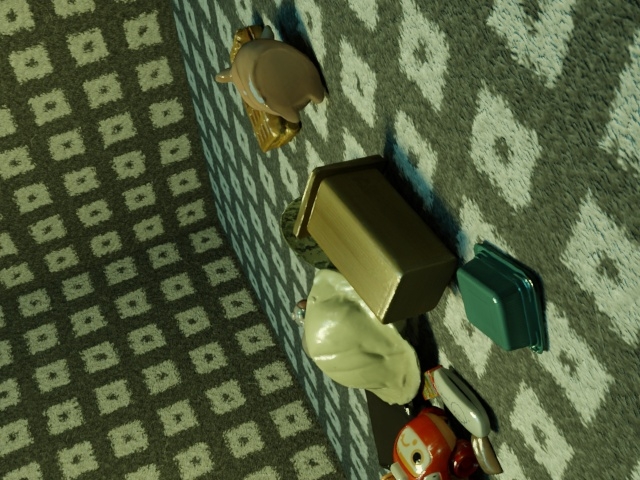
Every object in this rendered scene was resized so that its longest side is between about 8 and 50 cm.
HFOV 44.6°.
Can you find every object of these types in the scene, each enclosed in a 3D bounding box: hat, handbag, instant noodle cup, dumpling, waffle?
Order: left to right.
[{"bbox_3d":[-0.167,-0.432,2.238,0.327,0.098,0.224,68,165,0],"label":"waffle"},{"bbox_3d":[0.044,-0.046,1.877,0.128,0.266,0.265,-69,-28,-53],"label":"hat"},{"bbox_3d":[0.116,0.257,1.882,0.316,0.233,0.395,20,135,52],"label":"dumpling"},{"bbox_3d":[0.222,0.495,2.078,0.257,0.114,0.285,-171,68,-68],"label":"handbag"},{"bbox_3d":[0.296,0.104,1.303,0.179,0.070,0.157,42,151,60],"label":"instant noodle cup"}]

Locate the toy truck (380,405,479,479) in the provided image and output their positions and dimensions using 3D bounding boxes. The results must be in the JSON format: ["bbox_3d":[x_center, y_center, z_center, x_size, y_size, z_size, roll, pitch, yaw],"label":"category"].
[{"bbox_3d":[0.236,0.546,1.822,0.189,0.239,0.264,-132,25,-55],"label":"toy truck"}]

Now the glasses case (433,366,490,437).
[{"bbox_3d":[0.301,0.345,1.671,0.197,0.049,0.076,-131,25,-55],"label":"glasses case"}]

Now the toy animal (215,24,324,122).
[{"bbox_3d":[-0.113,-0.404,1.919,0.213,0.195,0.256,47,174,-18],"label":"toy animal"}]

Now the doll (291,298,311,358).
[{"bbox_3d":[-0.017,0.295,2.657,0.287,0.151,0.151,-125,19,-57],"label":"doll"}]

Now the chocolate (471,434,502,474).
[{"bbox_3d":[0.353,0.461,1.688,0.064,0.031,0.100,138,112,-71],"label":"chocolate"}]

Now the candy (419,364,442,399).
[{"bbox_3d":[0.264,0.334,1.824,0.122,0.038,0.062,114,133,-71],"label":"candy"}]

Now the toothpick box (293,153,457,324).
[{"bbox_3d":[0.112,0.000,1.566,0.308,0.190,0.187,51,138,34],"label":"toothpick box"}]
